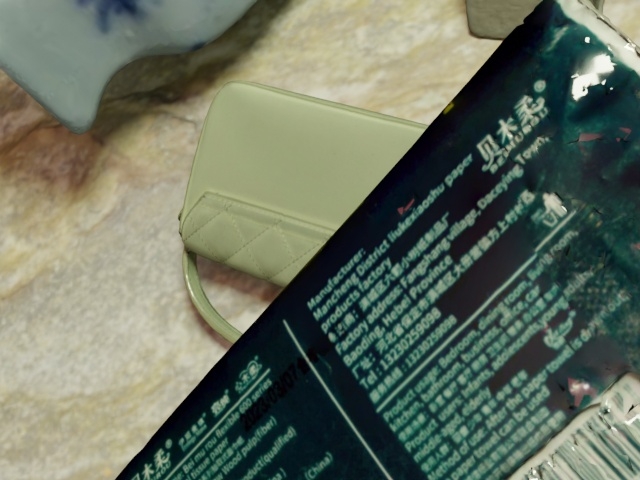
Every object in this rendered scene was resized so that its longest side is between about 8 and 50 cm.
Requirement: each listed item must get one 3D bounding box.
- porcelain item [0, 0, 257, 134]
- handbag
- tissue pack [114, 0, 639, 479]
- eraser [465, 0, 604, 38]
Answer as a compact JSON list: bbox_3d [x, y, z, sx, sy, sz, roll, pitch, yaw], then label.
[{"bbox_3d":[-0.132,-0.295,0.920,0.405,0.242,0.178,-47,38,-3],"label":"porcelain item"},{"bbox_3d":[0.000,0.000,0.857,0.256,0.079,0.219,19,95,27],"label":"handbag"},{"bbox_3d":[0.108,0.110,0.638,0.416,0.253,0.264,-48,59,13],"label":"tissue pack"},{"bbox_3d":[0.198,-0.337,0.885,0.111,0.077,0.352,7,76,27],"label":"eraser"}]
